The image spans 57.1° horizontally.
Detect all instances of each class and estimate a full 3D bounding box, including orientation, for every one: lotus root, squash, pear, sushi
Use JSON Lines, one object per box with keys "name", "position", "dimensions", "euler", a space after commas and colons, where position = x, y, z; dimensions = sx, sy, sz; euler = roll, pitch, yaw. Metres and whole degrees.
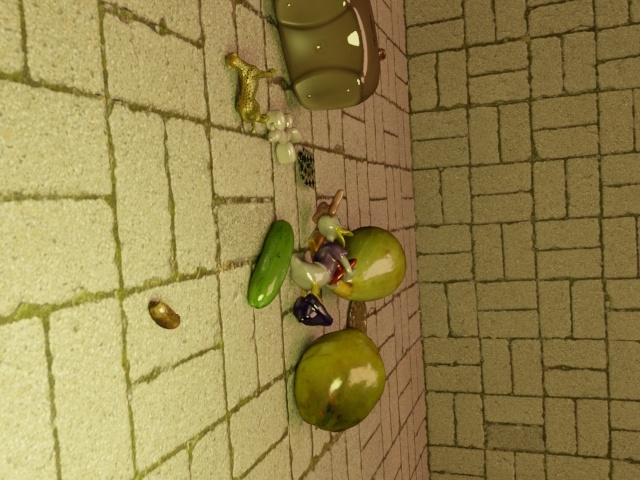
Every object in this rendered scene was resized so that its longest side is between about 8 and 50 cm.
{"name": "lotus root", "position": [-0.291, 0.146, 1.106], "dimensions": [0.083, 0.038, 0.030], "euler": [62, 36, -50]}
{"name": "squash", "position": [-0.120, 0.054, 1.519], "dimensions": [0.082, 0.082, 0.292], "euler": [68, 27, -42]}
{"name": "pear", "position": [0.055, 0.405, 1.727], "dimensions": [0.321, 0.269, 0.269], "euler": [-60, 147, -24]}
{"name": "sushi", "position": [-0.047, -0.222, 1.835], "dimensions": [0.126, 0.026, 0.120], "euler": [16, 70, -73]}

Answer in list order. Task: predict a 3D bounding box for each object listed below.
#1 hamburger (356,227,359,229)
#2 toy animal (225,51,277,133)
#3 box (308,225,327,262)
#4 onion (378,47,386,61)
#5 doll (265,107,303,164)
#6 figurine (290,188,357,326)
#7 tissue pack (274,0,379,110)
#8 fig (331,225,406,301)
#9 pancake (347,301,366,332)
{"name": "hamburger", "position": [0.147, 0.032, 2.240], "dimensions": [0.137, 0.087, 0.165], "euler": [-19, 104, -68]}
{"name": "toy animal", "position": [-0.181, -0.357, 1.443], "dimensions": [0.136, 0.073, 0.181], "euler": [-7, 107, -62]}
{"name": "box", "position": [0.000, 0.000, 1.936], "dimensions": [0.156, 0.022, 0.088], "euler": [-55, 139, -58]}
{"name": "onion", "position": [0.123, -0.626, 2.063], "dimensions": [0.252, 0.219, 0.251], "euler": [-8, 90, -78]}
{"name": "doll", "position": [-0.105, -0.297, 1.633], "dimensions": [0.160, 0.059, 0.160], "euler": [68, 29, -43]}
{"name": "figurine", "position": [0.003, 0.057, 1.762], "dimensions": [0.193, 0.154, 0.420], "euler": [33, 60, -18]}
{"name": "tissue pack", "position": [0.031, -0.595, 1.735], "dimensions": [0.276, 0.268, 0.386], "euler": [-63, 144, -57]}
{"name": "fig", "position": [0.146, 0.089, 2.004], "dimensions": [0.326, 0.258, 0.257], "euler": [-25, 112, -54]}
{"name": "pancake", "position": [0.148, 0.316, 2.293], "dimensions": [0.235, 0.029, 0.211], "euler": [-56, 138, -59]}
